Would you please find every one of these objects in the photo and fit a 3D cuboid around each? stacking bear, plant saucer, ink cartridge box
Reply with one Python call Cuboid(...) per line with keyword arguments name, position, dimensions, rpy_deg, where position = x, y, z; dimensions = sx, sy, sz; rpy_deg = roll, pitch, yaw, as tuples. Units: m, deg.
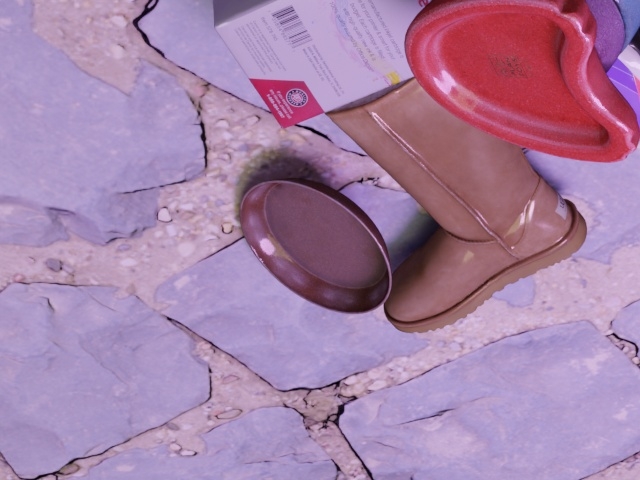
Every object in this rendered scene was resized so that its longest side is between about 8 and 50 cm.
Cuboid(name="stacking bear", position=(0.189, -0.227, 1.151), dimensions=(0.164, 0.289, 0.175), rpy_deg=(9, 150, 35))
Cuboid(name="plant saucer", position=(0.000, 0.000, 1.489), dimensions=(0.168, 0.029, 0.168), rpy_deg=(24, 144, 19))
Cuboid(name="ink cartridge box", position=(0.017, -0.201, 1.260), dimensions=(0.176, 0.127, 0.128), rpy_deg=(-20, 134, 15))

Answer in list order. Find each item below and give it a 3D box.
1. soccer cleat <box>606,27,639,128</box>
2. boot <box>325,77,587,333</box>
Cuboid(name="soccer cleat", position=(0.207, -0.183, 1.324), dimensions=(0.318, 0.109, 0.116), rpy_deg=(31, 143, -28))
Cuboid(name="boot", position=(0.093, -0.049, 1.464), dimensions=(0.236, 0.089, 0.269), rpy_deg=(-31, 128, 20))
